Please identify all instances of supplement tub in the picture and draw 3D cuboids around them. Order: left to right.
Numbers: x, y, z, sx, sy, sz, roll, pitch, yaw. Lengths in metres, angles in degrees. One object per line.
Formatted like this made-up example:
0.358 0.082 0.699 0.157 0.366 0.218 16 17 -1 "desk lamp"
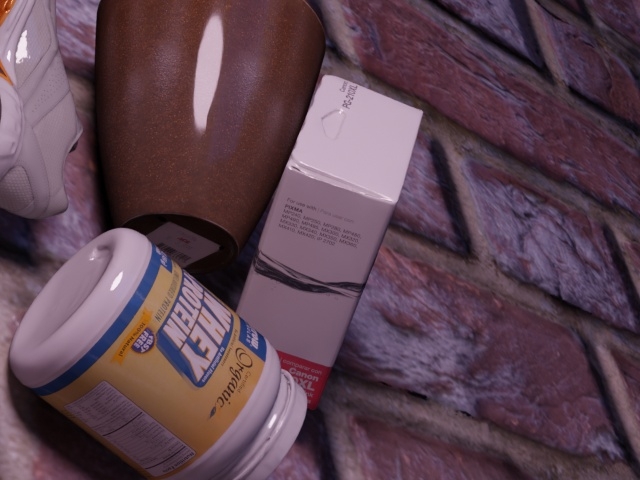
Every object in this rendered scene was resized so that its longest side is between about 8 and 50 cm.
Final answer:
-0.122 0.101 1.206 0.200 0.144 0.144 41 31 -21 "supplement tub"

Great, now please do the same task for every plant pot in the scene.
-0.112 -0.093 1.402 0.215 0.215 0.230 30 52 -36 "plant pot"

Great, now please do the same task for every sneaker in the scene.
-0.245 -0.130 1.273 0.121 0.099 0.262 40 43 -46 "sneaker"

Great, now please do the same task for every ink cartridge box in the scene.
0.000 0.000 1.384 0.100 0.237 0.172 20 34 -1 "ink cartridge box"
